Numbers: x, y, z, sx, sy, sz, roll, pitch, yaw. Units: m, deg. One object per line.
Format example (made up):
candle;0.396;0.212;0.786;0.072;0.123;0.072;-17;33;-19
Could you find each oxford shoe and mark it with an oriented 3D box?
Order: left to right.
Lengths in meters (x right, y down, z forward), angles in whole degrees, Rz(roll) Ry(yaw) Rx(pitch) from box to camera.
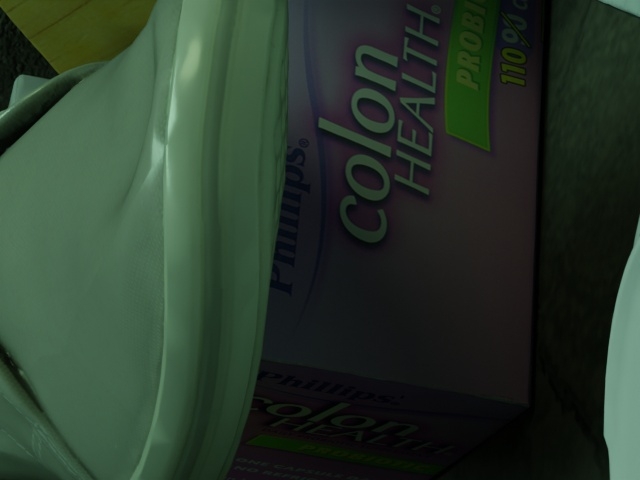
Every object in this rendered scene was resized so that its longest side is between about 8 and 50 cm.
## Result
oxford shoe;-0.104;0.023;0.635;0.449;0.130;0.169;140;140;-68

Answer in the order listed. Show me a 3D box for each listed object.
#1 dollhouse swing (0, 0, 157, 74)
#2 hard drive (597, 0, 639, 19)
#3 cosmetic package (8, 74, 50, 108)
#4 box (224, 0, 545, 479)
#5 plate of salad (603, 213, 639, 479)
dollhouse swing;-0.116;-0.322;0.915;0.315;0.305;0.347;-21;46;46
hard drive;0.155;-0.210;0.374;0.233;0.047;0.353;-117;42;-73
cosmetic package;-0.133;0.032;1.119;0.365;0.197;0.155;-102;26;-63
box;0.000;0.000;0.749;0.243;0.117;0.213;125;153;-62
plate of salad;0.104;0.062;0.370;0.200;0.048;0.199;177;90;-84
